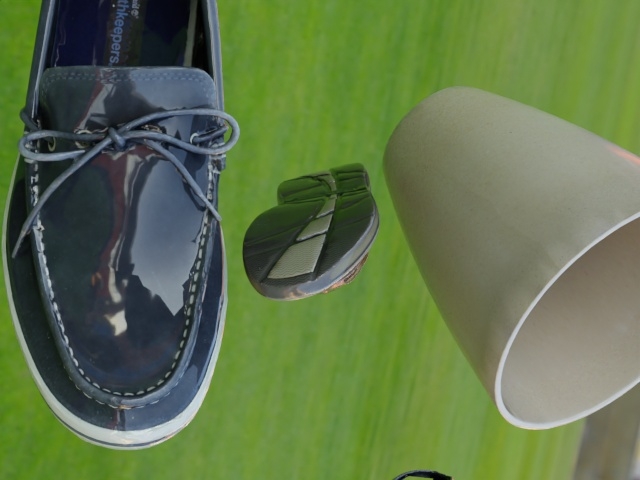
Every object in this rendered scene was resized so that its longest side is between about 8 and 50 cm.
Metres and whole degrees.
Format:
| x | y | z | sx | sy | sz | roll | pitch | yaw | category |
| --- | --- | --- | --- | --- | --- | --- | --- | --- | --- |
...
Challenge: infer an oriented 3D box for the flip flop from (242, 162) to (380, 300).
| x | y | z | sx | sy | sz | roll | pitch | yaw | category |
| --- | --- | --- | --- | --- | --- | --- | --- | --- | --- |
| 0.000 | 0.000 | 1.227 | 0.277 | 0.112 | 0.080 | -80 | 161 | -73 | flip flop |

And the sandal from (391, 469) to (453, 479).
| x | y | z | sx | sy | sz | roll | pitch | yaw | category |
| --- | --- | --- | --- | --- | --- | --- | --- | --- | --- |
| 0.090 | 0.245 | 1.292 | 0.254 | 0.097 | 0.055 | 0 | 93 | -64 | sandal |

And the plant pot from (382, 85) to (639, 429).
| x | y | z | sx | sy | sz | roll | pitch | yaw | category |
| --- | --- | --- | --- | --- | --- | --- | --- | --- | --- |
| 0.184 | -0.015 | 1.294 | 0.256 | 0.274 | 0.256 | -23 | 139 | -21 | plant pot |

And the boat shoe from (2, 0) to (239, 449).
| x | y | z | sx | sy | sz | roll | pitch | yaw | category |
| --- | --- | --- | --- | --- | --- | --- | --- | --- | --- |
| -0.163 | -0.082 | 1.157 | 0.156 | 0.186 | 0.500 | 114 | -22 | -69 | boat shoe |
